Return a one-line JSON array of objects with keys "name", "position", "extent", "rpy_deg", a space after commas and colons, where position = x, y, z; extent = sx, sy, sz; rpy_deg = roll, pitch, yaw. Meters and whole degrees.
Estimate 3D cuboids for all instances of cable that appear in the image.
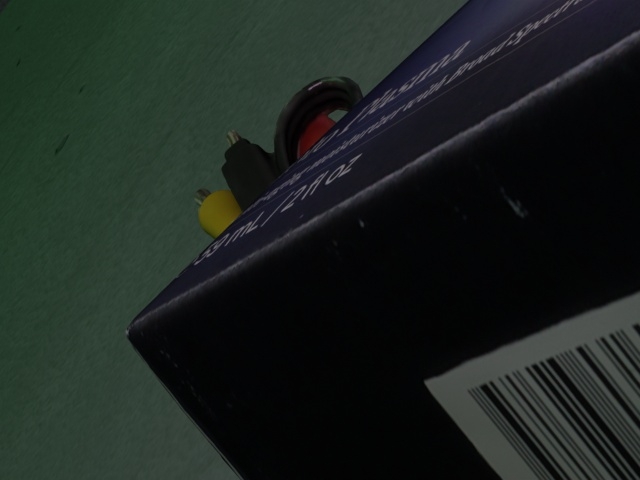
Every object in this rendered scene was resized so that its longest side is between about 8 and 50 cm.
[{"name": "cable", "position": [0.000, 0.000, 1.199], "extent": [0.139, 0.072, 0.287], "rpy_deg": [-37, 36, 9]}]

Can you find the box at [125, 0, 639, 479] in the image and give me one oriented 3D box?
[{"name": "box", "position": [0.152, -0.034, 0.530], "extent": [0.294, 0.183, 0.296], "rpy_deg": [-44, 9, -36]}]
